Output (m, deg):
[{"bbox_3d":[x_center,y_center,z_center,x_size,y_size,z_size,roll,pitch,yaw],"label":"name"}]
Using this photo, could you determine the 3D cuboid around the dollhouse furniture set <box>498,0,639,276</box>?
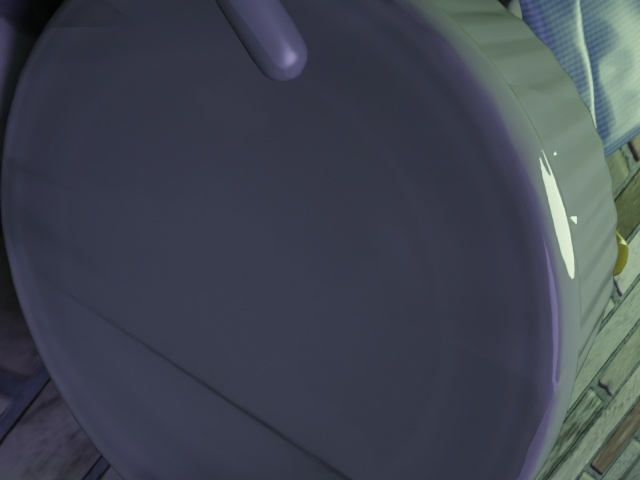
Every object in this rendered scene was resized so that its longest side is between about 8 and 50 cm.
[{"bbox_3d":[0.197,-0.153,0.559,0.286,0.198,0.303,-30,120,-32],"label":"dollhouse furniture set"}]

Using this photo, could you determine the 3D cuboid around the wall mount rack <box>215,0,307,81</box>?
[{"bbox_3d":[-0.011,-0.211,0.272,0.350,0.130,0.304,-32,146,11],"label":"wall mount rack"}]

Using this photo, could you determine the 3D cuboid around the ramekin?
[{"bbox_3d":[0.000,0.000,0.503,0.127,0.272,0.273,-29,143,-52],"label":"ramekin"}]
